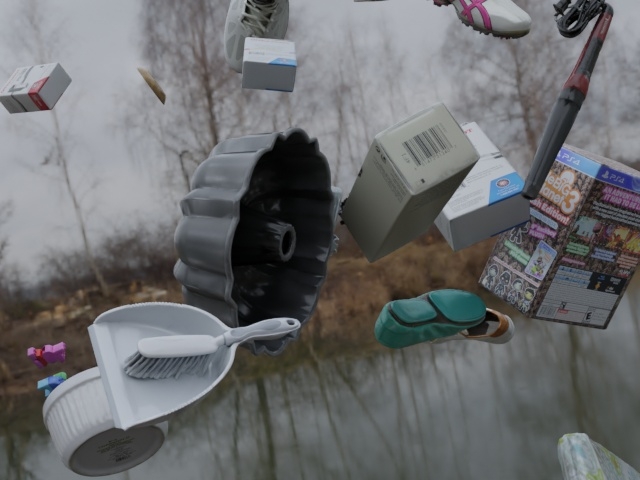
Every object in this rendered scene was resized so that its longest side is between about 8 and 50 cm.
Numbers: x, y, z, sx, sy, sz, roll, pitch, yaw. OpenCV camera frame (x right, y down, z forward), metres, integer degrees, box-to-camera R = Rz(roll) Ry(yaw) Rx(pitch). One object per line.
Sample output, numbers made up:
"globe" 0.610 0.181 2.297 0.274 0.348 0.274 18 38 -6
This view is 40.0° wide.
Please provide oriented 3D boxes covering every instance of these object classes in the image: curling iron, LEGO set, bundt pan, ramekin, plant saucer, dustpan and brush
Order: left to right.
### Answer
"LEGO set" -0.507 0.307 1.827 0.093 0.227 0.087 -23 42 2
"ramekin" -0.358 0.311 1.494 0.207 0.109 0.207 -18 -36 -14
"plant saucer" -0.304 -0.284 1.597 0.015 0.083 0.083 -36 2 -2
"dustpan and brush" -0.122 0.113 0.924 0.211 0.147 0.060 -3 -45 -29
"bundt pan" -0.099 -0.005 1.267 0.124 0.331 0.331 9 9 25
"curling iron" 0.278 -0.171 1.014 0.068 0.274 0.035 12 -14 24

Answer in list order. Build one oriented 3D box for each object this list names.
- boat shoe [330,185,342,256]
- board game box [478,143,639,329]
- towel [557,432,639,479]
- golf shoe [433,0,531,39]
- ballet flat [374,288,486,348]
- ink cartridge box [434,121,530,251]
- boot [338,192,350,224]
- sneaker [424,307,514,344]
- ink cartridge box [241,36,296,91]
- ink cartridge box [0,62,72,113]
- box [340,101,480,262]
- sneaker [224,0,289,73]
"boat shoe" 0.000 -0.001 1.714 0.081 0.228 0.079 1 25 -21
"board game box" 0.458 -0.007 1.573 0.232 0.291 0.141 11 18 -38
"towel" 0.549 0.545 1.582 0.090 0.321 0.374 -28 -39 22
"golf shoe" 0.214 -0.344 1.207 0.067 0.186 0.086 -30 -31 -39
"ballet flat" 0.177 0.134 1.470 0.247 0.083 0.087 -2 -42 -45
"ink cartridge box" 0.250 -0.097 1.525 0.148 0.086 0.203 -22 46 -5
"boot" 0.094 -0.054 1.362 0.121 0.099 0.045 -50 16 11
"sneaker" 0.319 0.193 2.142 0.290 0.106 0.123 -2 -18 23
"ink cartridge box" -0.088 -0.301 1.498 0.088 0.052 0.122 4 32 -6
"ink cartridge box" -0.636 -0.337 1.948 0.135 0.099 0.056 0 -39 30
"box" 0.113 -0.070 1.193 0.113 0.094 0.275 -29 -12 -18
"sneaker" -0.164 -0.589 2.162 0.169 0.448 0.257 29 32 2
